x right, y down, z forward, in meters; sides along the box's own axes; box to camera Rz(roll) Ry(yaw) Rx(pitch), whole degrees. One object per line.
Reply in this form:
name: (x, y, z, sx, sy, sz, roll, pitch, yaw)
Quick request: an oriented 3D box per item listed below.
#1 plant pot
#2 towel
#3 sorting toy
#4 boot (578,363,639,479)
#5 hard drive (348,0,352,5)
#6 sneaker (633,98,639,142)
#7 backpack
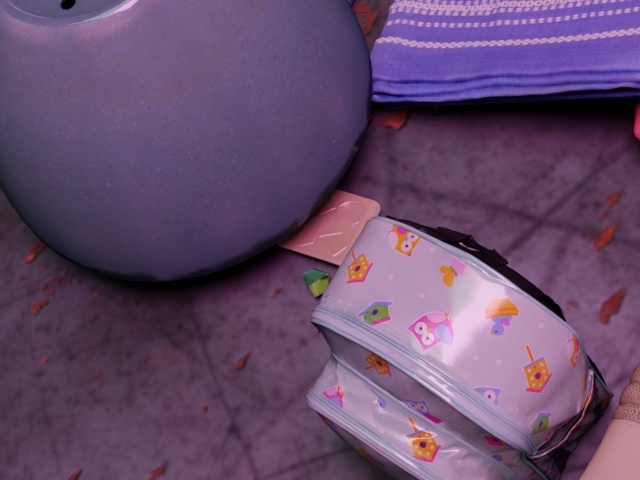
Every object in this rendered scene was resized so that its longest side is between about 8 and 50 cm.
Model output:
plant pot: (-0.125, -0.144, 0.858, 0.290, 0.195, 0.290, -6, 62, 12)
towel: (0.173, -0.243, 0.931, 0.243, 0.040, 0.336, 2, 63, 35)
sorting toy: (0.000, 0.000, 0.903, 0.062, 0.012, 0.083, 20, 66, 17)
boot: (0.243, 0.203, 0.694, 0.262, 0.095, 0.203, 30, 69, 22)
hard drive: (-0.078, -0.203, 1.011, 0.210, 0.040, 0.319, 14, 68, 21)
sneaker: (0.337, -0.038, 0.798, 0.314, 0.116, 0.136, 38, 88, 34)
backpack: (0.074, 0.075, 0.745, 0.166, 0.188, 0.144, 32, 75, 25)
